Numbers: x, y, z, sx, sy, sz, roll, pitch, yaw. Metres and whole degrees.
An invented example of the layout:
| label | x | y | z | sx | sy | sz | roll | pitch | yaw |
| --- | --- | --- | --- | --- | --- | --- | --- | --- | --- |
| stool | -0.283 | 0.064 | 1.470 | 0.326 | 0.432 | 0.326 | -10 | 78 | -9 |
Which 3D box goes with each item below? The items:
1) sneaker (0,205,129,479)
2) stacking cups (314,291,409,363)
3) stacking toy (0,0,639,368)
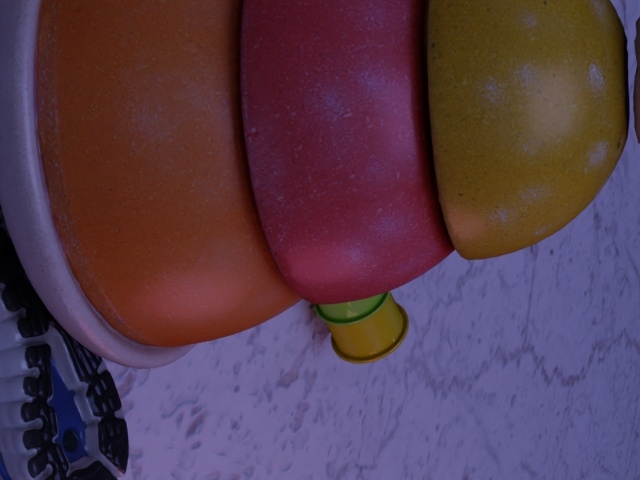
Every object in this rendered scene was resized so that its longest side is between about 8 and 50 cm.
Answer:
| label | x | y | z | sx | sy | sz | roll | pitch | yaw |
| --- | --- | --- | --- | --- | --- | --- | --- | --- | --- |
| sneaker | -0.245 | 0.041 | 0.774 | 0.129 | 0.147 | 0.330 | -4 | 83 | -61 |
| stacking cups | 0.000 | 0.000 | 1.168 | 0.096 | 0.096 | 0.316 | -57 | 138 | -29 |
| stacking toy | 0.070 | -0.085 | 0.705 | 0.350 | 0.479 | 0.351 | 1 | 90 | -72 |
